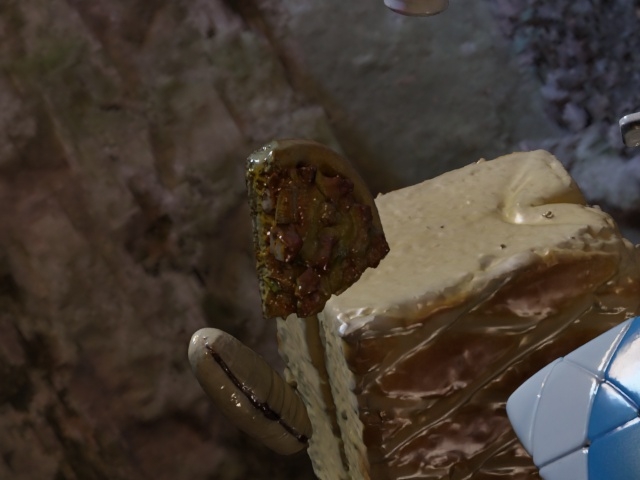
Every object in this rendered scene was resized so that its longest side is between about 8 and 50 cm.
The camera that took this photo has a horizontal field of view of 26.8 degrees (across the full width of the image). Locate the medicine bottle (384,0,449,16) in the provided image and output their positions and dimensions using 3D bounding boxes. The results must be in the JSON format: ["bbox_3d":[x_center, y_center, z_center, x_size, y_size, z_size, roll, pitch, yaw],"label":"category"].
[{"bbox_3d":[0.077,-0.222,1.040,0.052,0.052,0.089,44,137,52],"label":"medicine bottle"}]

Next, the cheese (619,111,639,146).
[{"bbox_3d":[0.400,-0.132,1.269,0.127,0.235,0.049,48,-150,-63],"label":"cheese"}]

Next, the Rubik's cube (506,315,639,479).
[{"bbox_3d":[0.280,0.137,1.173,0.254,0.254,0.254,55,169,17],"label":"Rubik's cube"}]

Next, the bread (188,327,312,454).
[{"bbox_3d":[-0.063,0.157,1.356,0.053,0.073,0.214,-2,147,30],"label":"bread"}]

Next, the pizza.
[{"bbox_3d":[0.000,-0.001,0.991,0.046,0.134,0.175,8,171,36],"label":"pizza"}]

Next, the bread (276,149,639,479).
[{"bbox_3d":[0.167,0.138,1.508,0.279,0.390,0.371,-127,23,-60],"label":"bread"}]
